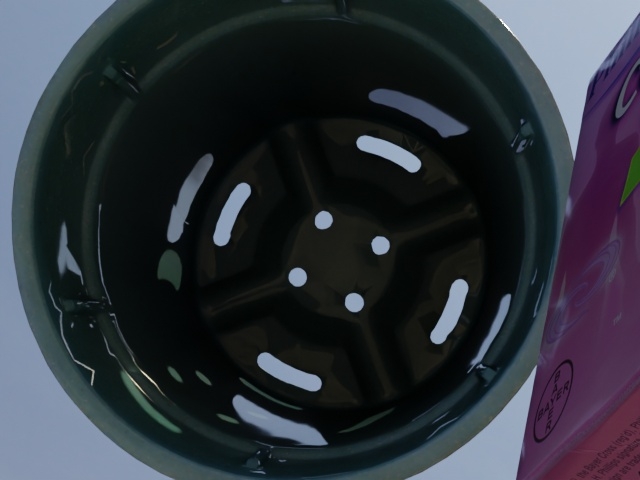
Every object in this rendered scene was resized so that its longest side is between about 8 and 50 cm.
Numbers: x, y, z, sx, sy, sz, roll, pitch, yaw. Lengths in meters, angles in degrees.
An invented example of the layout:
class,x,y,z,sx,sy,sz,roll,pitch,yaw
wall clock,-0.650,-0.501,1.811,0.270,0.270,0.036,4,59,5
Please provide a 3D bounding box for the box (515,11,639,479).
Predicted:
class,x,y,z,sx,sy,sz,roll,pitch,yaw
box,0.187,-0.023,0.559,0.213,0.117,0.243,121,171,-52

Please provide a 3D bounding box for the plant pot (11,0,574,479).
class,x,y,z,sx,sy,sz,roll,pitch,yaw
plant pot,0.000,0.000,1.019,0.341,0.341,0.334,-59,-9,-1
